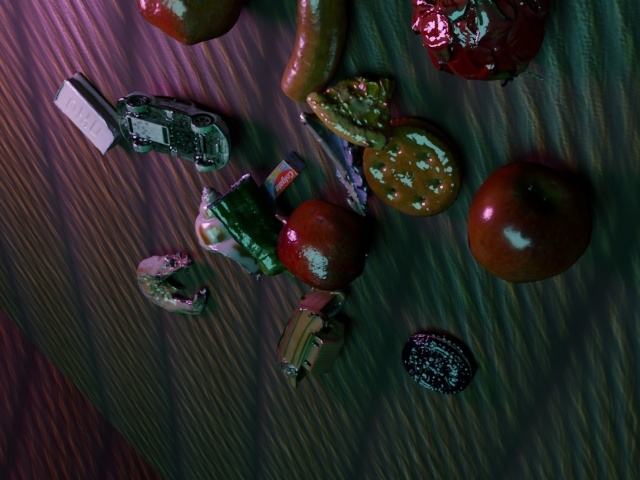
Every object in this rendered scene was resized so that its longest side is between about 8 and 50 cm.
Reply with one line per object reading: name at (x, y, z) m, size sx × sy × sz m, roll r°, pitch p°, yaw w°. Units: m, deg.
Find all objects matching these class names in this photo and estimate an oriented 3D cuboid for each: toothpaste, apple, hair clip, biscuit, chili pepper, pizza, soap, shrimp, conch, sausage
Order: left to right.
soap at (-0.619, -0.340, 1.917) m, size 0.198 × 0.063 × 0.114 m, roll 46°, pitch 137°, yaw -5°
shrimp at (-0.449, 0.135, 2.193) m, size 0.247 × 0.085 × 0.360 m, roll 39°, pitch 143°, yaw -10°
conch at (-0.226, -0.024, 1.801) m, size 0.182 × 0.149 × 0.275 m, roll 23°, pitch 169°, yaw 47°
chili pepper at (-0.141, -0.015, 1.706) m, size 0.099 × 0.136 × 0.270 m, roll -20°, pitch 111°, yaw 41°
toothpaste at (-0.098, -0.132, 1.709) m, size 0.070 × 0.044 × 0.193 m, roll 44°, pitch 139°, yaw -4°
sausage at (-0.008, -0.388, 1.372) m, size 0.109 × 0.109 × 0.271 m, roll 30°, pitch 141°, yaw 14°
hair clip at (0.045, -0.176, 1.531) m, size 0.106 × 0.084 × 0.292 m, roll 10°, pitch 136°, yaw 50°
pizza at (0.085, -0.263, 1.386) m, size 0.182 × 0.161 × 0.062 m, roll 48°, pitch 176°, yaw 14°
biscuit at (0.190, -0.148, 1.457) m, size 0.220 × 0.066 × 0.221 m, roll 20°, pitch 134°, yaw 22°
biscuit at (0.292, 0.305, 1.776) m, size 0.194 × 0.053 × 0.195 m, roll 21°, pitch 136°, yaw 22°
apple at (0.378, -0.022, 1.308) m, size 0.230 × 0.230 × 0.230 m, roll 21°, pitch 135°, yaw 23°

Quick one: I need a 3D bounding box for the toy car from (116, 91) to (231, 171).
toy car at (-0.341, -0.275, 1.714) m, size 0.305 × 0.125 × 0.136 m, roll 16°, pitch 135°, yaw 14°

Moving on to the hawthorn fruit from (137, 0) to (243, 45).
hawthorn fruit at (-0.238, -0.518, 1.368) m, size 0.210 × 0.210 × 0.262 m, roll 35°, pitch 131°, yaw 8°

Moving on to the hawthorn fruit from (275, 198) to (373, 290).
hawthorn fruit at (0.000, 0.000, 1.627) m, size 0.249 × 0.215 × 0.215 m, roll 39°, pitch 139°, yaw 12°

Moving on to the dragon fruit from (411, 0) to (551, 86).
dragon fruit at (0.276, -0.354, 1.134) m, size 0.293 × 0.234 × 0.233 m, roll 28°, pitch 149°, yaw -33°

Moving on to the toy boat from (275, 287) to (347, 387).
toy boat at (-0.017, 0.276, 1.945) m, size 0.162 × 0.136 × 0.445 m, roll 38°, pitch 144°, yaw 11°
